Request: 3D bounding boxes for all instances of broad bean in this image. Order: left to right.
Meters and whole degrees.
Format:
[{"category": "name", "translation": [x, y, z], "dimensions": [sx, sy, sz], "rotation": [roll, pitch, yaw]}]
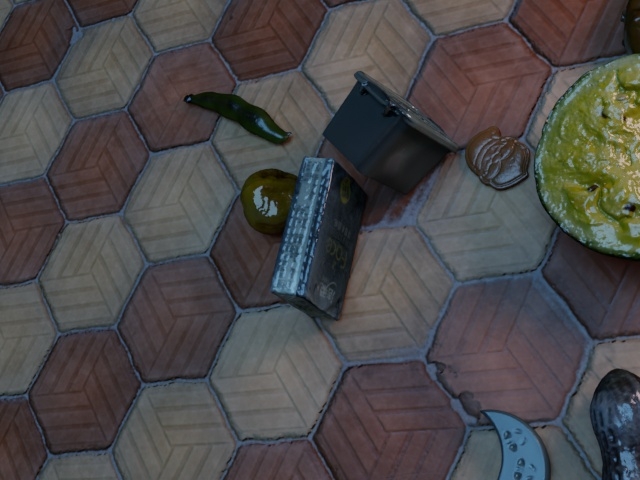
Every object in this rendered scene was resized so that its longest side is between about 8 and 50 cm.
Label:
[{"category": "broad bean", "translation": [-0.177, -0.274, 1.814], "dimensions": [0.297, 0.043, 0.060], "rotation": [27, 96, 30]}]

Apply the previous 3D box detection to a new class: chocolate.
[{"category": "chocolate", "translation": [0.467, 0.315, 1.288], "dimensions": [0.110, 0.110, 0.248], "rotation": [-13, 72, 20]}]

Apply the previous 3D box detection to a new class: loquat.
[{"category": "loquat", "translation": [-0.088, -0.076, 1.668], "dimensions": [0.137, 0.113, 0.137], "rotation": [-2, 58, 4]}]

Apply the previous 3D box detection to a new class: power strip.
[{"category": "power strip", "translation": [0.294, 0.385, 1.374], "dimensions": [0.137, 0.044, 0.216], "rotation": [9, 76, 26]}]

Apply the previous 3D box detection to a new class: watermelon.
[{"category": "watermelon", "translation": [0.526, -0.112, 1.368], "dimensions": [0.330, 0.189, 0.331], "rotation": [-10, 74, 38]}]

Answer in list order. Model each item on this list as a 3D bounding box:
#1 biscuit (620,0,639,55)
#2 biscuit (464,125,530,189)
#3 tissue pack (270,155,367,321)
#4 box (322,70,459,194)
[{"category": "biscuit", "translation": [0.689, -0.409, 1.439], "dimensions": [0.366, 0.115, 0.268], "rotation": [-12, 68, 18]}, {"category": "biscuit", "translation": [0.322, -0.149, 1.562], "dimensions": [0.102, 0.019, 0.130], "rotation": [-46, 62, 4]}, {"category": "tissue pack", "translation": [0.000, 0.000, 1.557], "dimensions": [0.081, 0.185, 0.257], "rotation": [6, 75, 25]}, {"category": "box", "translation": [0.123, -0.185, 1.550], "dimensions": [0.135, 0.243, 0.163], "rotation": [-51, 61, 15]}]
